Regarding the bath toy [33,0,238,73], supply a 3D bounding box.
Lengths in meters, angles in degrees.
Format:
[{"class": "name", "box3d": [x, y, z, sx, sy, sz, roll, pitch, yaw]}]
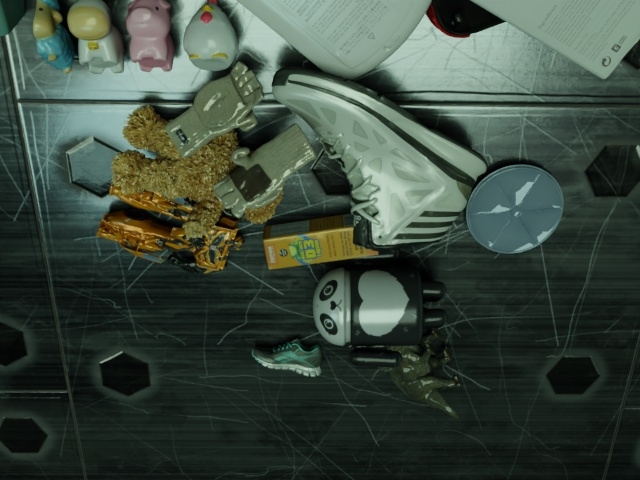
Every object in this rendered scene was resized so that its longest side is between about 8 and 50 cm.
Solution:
[{"class": "bath toy", "box3d": [-0.320, -0.377, 1.331, 0.348, 0.151, 0.129, 0, 83, -1]}]

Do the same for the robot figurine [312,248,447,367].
[{"class": "robot figurine", "box3d": [0.122, 0.137, 1.571, 0.278, 0.209, 0.174, -1, 129, 2]}]

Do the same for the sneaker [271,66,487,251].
[{"class": "sneaker", "box3d": [0.078, -0.128, 1.394, 0.447, 0.169, 0.258, 25, 90, -15]}]

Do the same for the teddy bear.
[{"class": "teddy bear", "box3d": [-0.228, -0.137, 1.434, 0.338, 0.113, 0.245, 33, 77, -10]}]

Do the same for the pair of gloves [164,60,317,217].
[{"class": "pair of gloves", "box3d": [-0.143, -0.178, 1.360, 0.204, 0.042, 0.240, -42, 84, 15]}]

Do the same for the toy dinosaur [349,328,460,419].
[{"class": "toy dinosaur", "box3d": [0.216, 0.292, 1.708, 0.160, 0.121, 0.313, -25, 120, 25]}]

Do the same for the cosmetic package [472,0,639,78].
[{"class": "cosmetic package", "box3d": [0.318, -0.435, 1.181, 0.384, 0.217, 0.156, 23, 119, -22]}]

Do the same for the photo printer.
[{"class": "photo printer", "box3d": [0.023, -0.434, 1.283, 0.307, 0.107, 0.256, 35, 129, -17]}]

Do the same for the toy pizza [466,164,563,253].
[{"class": "toy pizza", "box3d": [0.400, -0.066, 1.551, 0.201, 0.032, 0.201, -1, 117, -1]}]

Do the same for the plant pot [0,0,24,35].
[{"class": "plant pot", "box3d": [-0.607, -0.465, 1.259, 0.165, 0.165, 0.234, -8, 126, 3]}]

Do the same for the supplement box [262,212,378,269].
[{"class": "supplement box", "box3d": [0.000, 0.000, 1.555, 0.233, 0.080, 0.078, -8, 115, 6]}]

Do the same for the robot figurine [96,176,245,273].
[{"class": "robot figurine", "box3d": [-0.296, -0.028, 1.531, 0.290, 0.085, 0.211, 18, 117, -10]}]

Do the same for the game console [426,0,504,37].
[{"class": "game console", "box3d": [0.308, -0.560, 1.258, 0.341, 0.060, 0.387, -20, 124, 7]}]

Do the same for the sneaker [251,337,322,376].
[{"class": "sneaker", "box3d": [-0.073, 0.255, 1.706, 0.166, 0.065, 0.076, 12, 101, -11]}]
